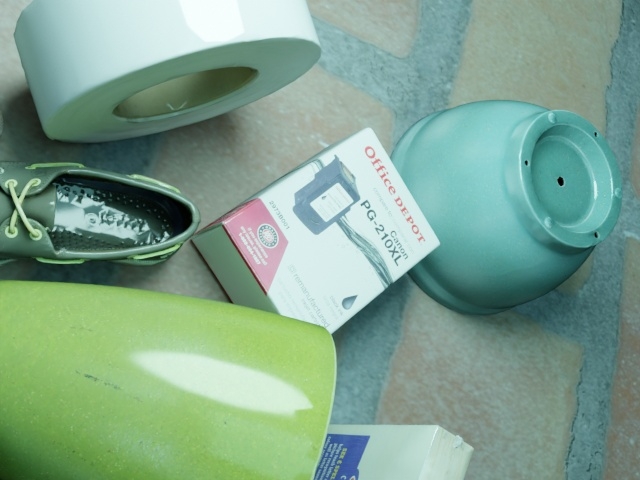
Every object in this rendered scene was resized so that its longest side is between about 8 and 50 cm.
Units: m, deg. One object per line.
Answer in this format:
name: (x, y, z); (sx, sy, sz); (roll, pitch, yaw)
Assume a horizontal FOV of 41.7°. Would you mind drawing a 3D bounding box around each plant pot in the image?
plant pot: (0.257, -0.059, 1.090); (0.293, 0.196, 0.292); (7, 75, -29)
plant pot: (-0.177, 0.152, 0.767); (0.294, 0.275, 0.274); (24, 68, -14)

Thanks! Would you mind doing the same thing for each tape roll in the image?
tape roll: (-0.147, -0.188, 0.829); (0.286, 0.286, 0.100); (-17, 89, -32)

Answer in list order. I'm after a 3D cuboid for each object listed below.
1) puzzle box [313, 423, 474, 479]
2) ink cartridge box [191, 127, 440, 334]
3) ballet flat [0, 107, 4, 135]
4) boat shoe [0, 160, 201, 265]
puzzle box: (-0.020, 0.366, 0.790); (0.052, 0.272, 0.408); (35, 65, -20)
ink cartridge box: (0.000, 0.000, 0.981); (0.237, 0.100, 0.172); (-36, 99, -31)
ballet flat: (-0.417, -0.214, 0.779); (0.316, 0.106, 0.107); (48, 61, -14)
boat shoe: (-0.270, -0.029, 0.833); (0.305, 0.091, 0.109); (4, 77, -30)
